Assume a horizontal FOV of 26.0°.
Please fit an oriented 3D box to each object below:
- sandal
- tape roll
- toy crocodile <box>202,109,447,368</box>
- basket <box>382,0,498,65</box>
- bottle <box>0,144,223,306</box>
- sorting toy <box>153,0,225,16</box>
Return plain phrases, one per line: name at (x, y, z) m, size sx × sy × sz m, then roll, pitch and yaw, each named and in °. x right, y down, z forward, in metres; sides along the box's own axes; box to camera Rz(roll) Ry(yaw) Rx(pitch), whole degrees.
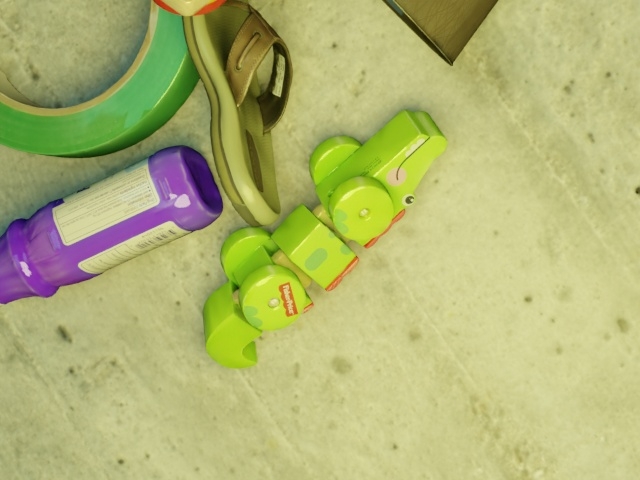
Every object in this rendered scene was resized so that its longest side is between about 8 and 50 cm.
sandal at (-0.067, -0.162, 1.419) m, size 0.086 × 0.120 × 0.302 m, roll -18°, pitch 75°, yaw 21°
tape roll at (-0.276, -0.250, 1.507) m, size 0.321 × 0.077 × 0.321 m, roll 0°, pitch 91°, yaw 12°
toy crocodile at (0.000, 0.000, 1.431) m, size 0.340 × 0.115 × 0.105 m, roll -45°, pitch 122°, yaw 7°
basket at (0.139, -0.326, 1.377) m, size 0.227 × 0.154 × 0.204 m, roll -45°, pitch 84°, yaw 6°
bottle at (-0.248, -0.009, 1.481) m, size 0.283 × 0.118 × 0.092 m, roll -24°, pitch 86°, yaw 13°
sorting toy at (-0.142, -0.354, 1.388) m, size 0.257 × 0.089 × 0.255 m, roll 38°, pitch 66°, yaw 14°
